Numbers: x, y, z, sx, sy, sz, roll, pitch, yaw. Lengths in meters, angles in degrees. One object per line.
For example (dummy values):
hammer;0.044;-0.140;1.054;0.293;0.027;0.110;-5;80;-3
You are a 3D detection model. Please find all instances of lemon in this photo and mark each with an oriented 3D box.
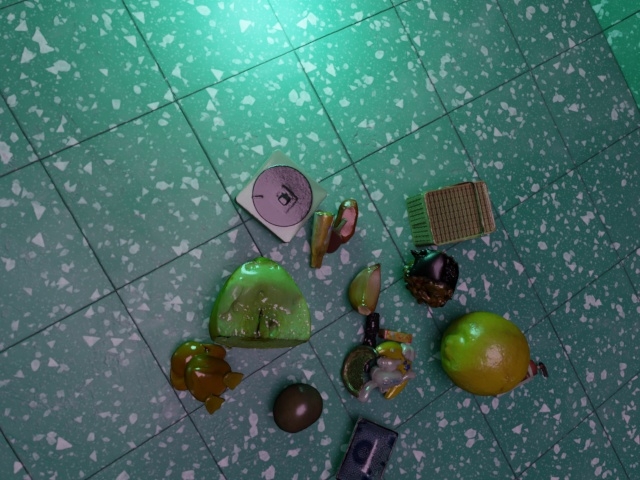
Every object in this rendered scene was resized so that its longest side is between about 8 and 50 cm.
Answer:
lemon;0.638;0.438;1.947;0.347;0.348;0.348;1;86;-17

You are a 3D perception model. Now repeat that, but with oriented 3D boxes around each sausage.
sausage;0.098;-0.074;1.936;0.089;0.089;0.179;10;93;-17

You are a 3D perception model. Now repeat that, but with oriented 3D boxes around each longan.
longan;-0.080;0.598;1.796;0.189;0.189;0.189;1;86;-17

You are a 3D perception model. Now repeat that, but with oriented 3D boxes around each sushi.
sushi;0.427;0.147;1.968;0.213;0.200;0.204;27;78;-37

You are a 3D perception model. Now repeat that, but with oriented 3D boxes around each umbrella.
umbrella;0.193;0.397;1.950;0.066;0.059;0.236;13;84;-59

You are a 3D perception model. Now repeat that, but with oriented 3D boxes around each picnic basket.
picnic basket;0.534;-0.108;2.027;0.312;0.175;0.228;-11;89;-18

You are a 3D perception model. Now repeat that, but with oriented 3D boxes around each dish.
dish;0.166;0.804;1.901;0.181;0.080;0.243;26;81;-14

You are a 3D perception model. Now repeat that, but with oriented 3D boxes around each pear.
pear;-0.219;0.213;1.746;0.342;0.238;0.318;10;69;-26

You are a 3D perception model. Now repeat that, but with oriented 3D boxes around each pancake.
pancake;0.147;0.488;1.874;0.020;0.184;0.191;21;58;-46

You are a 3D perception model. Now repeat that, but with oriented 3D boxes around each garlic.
garlic;0.171;0.187;1.931;0.115;0.128;0.207;10;73;25

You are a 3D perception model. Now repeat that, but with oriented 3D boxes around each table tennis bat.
table tennis bat;0.053;-0.020;1.908;0.087;0.013;0.156;43;113;19

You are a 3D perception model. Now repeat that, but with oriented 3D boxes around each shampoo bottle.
shampoo bottle;0.847;0.564;2.134;0.284;0.071;0.153;-6;87;-17

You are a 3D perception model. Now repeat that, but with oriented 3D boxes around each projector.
projector;-0.147;-0.162;1.866;0.259;0.079;0.257;41;76;-11

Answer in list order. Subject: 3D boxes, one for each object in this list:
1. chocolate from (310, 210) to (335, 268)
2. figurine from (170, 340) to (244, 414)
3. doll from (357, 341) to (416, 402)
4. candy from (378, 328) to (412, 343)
chocolate;0.000;0.000;1.892;0.085;0.085;0.219;5;103;-17
figurine;-0.394;0.441;1.682;0.215;0.228;0.215;-4;99;-28
doll;0.265;0.505;1.924;0.252;0.111;0.237;8;101;-36
candy;0.296;0.377;1.979;0.121;0.062;0.038;13;81;-16
